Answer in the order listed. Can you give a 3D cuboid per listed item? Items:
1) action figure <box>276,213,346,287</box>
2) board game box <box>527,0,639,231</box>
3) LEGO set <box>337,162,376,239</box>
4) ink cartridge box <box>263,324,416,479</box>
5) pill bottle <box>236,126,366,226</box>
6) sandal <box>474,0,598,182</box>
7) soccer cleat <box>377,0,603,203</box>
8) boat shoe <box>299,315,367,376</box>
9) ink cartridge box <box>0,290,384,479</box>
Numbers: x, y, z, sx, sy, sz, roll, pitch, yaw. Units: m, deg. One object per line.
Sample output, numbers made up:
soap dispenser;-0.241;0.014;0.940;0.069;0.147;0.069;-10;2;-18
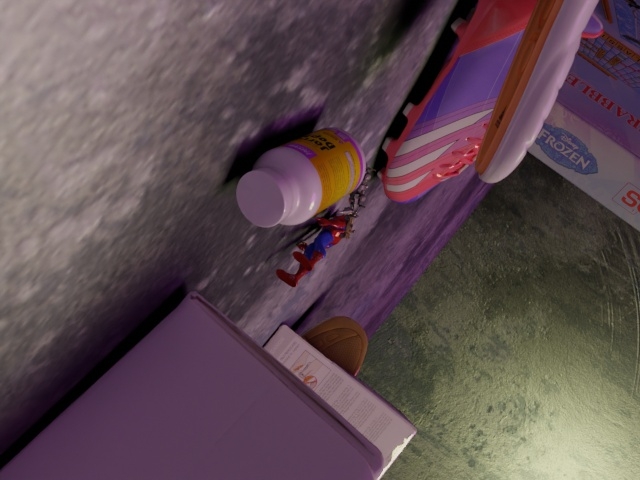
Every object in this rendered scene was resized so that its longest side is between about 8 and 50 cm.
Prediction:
action figure;0.000;0.000;0.539;0.038;0.030;0.115;-52;174;31
board game box;0.340;-0.151;0.647;0.318;0.319;0.066;-42;165;-34
LEGO set;0.030;-0.036;0.506;0.083;0.024;0.054;74;31;-65
ink cartridge box;-0.021;0.229;0.767;0.181;0.225;0.056;-50;-167;-4
pill bottle;-0.010;-0.035;0.358;0.083;0.043;0.043;-35;160;-54
sandal;0.120;-0.162;0.347;0.102;0.076;0.265;-66;176;-73
soccer cleat;0.125;-0.103;0.529;0.083;0.095;0.248;-41;164;-41
boat shoe;-0.052;0.205;0.829;0.277;0.098;0.096;-47;-172;-6
ink cartridge box;-0.124;0.240;0.476;0.279;0.160;0.384;-46;167;-23
